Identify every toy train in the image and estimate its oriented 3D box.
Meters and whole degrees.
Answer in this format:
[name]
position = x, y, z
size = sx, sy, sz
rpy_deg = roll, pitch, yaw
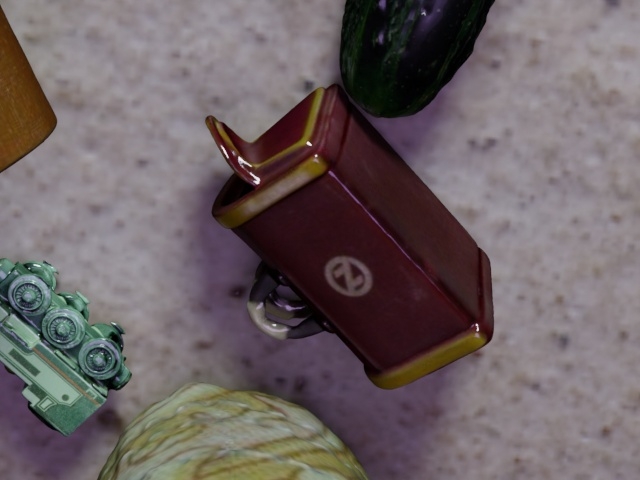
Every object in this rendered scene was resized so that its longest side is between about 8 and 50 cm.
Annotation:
[toy train]
position = -0.128, 0.047, 0.658
size = 0.053, 0.033, 0.083
rpy_deg = -43, 106, 10

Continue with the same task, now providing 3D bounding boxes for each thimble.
[thimble]
position = -0.022, 0.166, 0.647
size = 0.137, 0.143, 0.190
rpy_deg = -42, 106, 5

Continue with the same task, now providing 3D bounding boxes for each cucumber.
[cucumber]
position = 0.063, -0.164, 0.603
size = 0.074, 0.074, 0.241
rpy_deg = 16, 105, -11

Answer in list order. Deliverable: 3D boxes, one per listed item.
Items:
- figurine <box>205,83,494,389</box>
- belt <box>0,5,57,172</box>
[figurine]
position = -0.001, 0.000, 0.647
size = 0.098, 0.082, 0.154
rpy_deg = -38, 107, 25
[belt]
position = -0.272, -0.018, 0.525
size = 0.338, 0.217, 0.122
rpy_deg = -23, 107, 2
